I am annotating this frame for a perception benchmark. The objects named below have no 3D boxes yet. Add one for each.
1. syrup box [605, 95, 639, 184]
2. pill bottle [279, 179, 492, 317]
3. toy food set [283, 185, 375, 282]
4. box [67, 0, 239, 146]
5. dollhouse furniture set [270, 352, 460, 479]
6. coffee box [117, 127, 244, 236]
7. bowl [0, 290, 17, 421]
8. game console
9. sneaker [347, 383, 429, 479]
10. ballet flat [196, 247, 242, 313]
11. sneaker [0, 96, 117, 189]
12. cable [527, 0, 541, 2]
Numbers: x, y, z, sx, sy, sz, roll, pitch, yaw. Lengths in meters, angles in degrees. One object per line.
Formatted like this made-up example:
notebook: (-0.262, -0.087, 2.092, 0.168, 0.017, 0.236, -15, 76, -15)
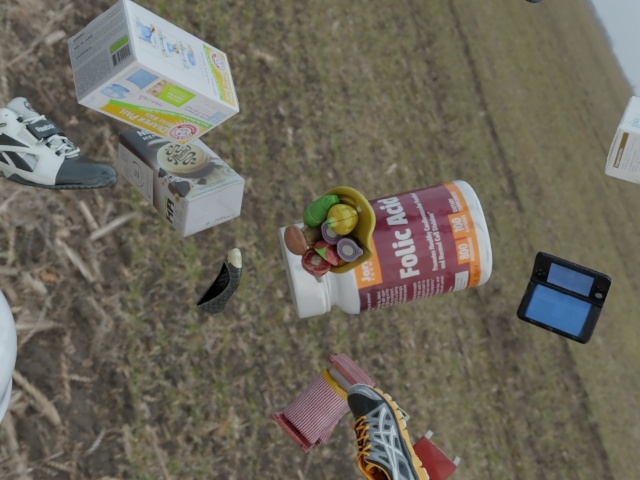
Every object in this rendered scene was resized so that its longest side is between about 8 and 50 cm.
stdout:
syrup box: (0.563, -0.128, 1.425, 0.096, 0.237, 0.093, 91, 24, -43)
pill bottle: (0.126, 0.023, 1.905, 0.224, 0.393, 0.223, 167, -90, -85)
toy food set: (0.000, 0.000, 1.509, 0.071, 0.218, 0.128, -22, 82, -38)
box: (-0.221, -0.220, 1.274, 0.203, 0.114, 0.103, 19, 49, -52)
dollhouse furniture set: (0.102, 0.443, 2.104, 0.374, 0.201, 0.152, 42, 6, 13)
coffee box: (-0.343, -0.160, 2.281, 0.168, 0.118, 0.297, -24, 53, -36)
bowl: (-0.442, 0.085, 1.002, 0.298, 0.134, 0.297, 31, 31, -22)
game console: (0.449, 0.105, 1.745, 0.085, 0.144, 0.124, -57, 159, -31)
sneaker: (0.089, 0.315, 1.442, 0.083, 0.084, 0.214, -11, 56, -29)
ballet flat: (-0.190, 0.082, 1.816, 0.049, 0.173, 0.057, 6, 42, -28)
sneaker: (-0.515, -0.176, 1.681, 0.122, 0.331, 0.146, -36, 138, -77)
cable: (0.367, -0.483, 1.565, 0.184, 0.047, 0.150, -46, 125, -40)
